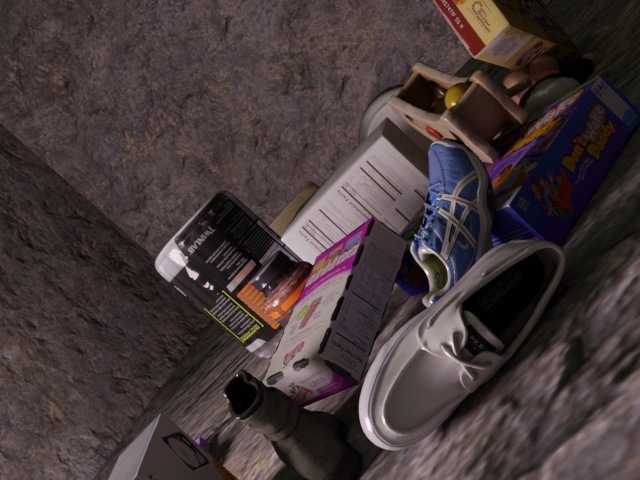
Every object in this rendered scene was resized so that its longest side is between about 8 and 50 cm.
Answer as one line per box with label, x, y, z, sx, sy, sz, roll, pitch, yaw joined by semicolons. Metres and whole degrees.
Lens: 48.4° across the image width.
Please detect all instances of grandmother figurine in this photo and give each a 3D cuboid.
grandmother figurine;0.355;-0.227;1.147;0.207;0.104;0.342;-55;2;17

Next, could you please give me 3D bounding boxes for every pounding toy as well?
pounding toy;0.205;-0.213;1.018;0.154;0.154;0.269;-53;6;3

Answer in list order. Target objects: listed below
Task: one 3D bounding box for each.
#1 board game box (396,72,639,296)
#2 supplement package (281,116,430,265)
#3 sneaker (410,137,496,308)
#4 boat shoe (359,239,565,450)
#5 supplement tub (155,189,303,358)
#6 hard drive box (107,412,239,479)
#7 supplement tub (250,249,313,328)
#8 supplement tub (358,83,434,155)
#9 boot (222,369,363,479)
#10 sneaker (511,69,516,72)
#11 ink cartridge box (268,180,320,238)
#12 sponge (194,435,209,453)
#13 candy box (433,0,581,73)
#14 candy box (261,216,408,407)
board game box;0.238;-0.057;0.970;0.233;0.078;0.347;-50;7;-23
supplement package;0.099;-0.055;1.321;0.263;0.198;0.199;-45;8;19
sneaker;0.145;-0.016;0.796;0.081;0.211;0.080;-2;-15;-19
boat shoe;0.136;0.092;0.680;0.258;0.095;0.084;-50;3;-14
supplement tub;-0.129;0.082;1.366;0.207;0.338;0.207;-47;6;7
hard drive box;-0.169;0.330;0.862;0.089;0.181;0.232;-47;7;-2
supplement tub;-0.015;0.105;1.113;0.106;0.198;0.106;-46;8;8
supplement tub;0.201;-0.241;1.627;0.228;0.228;0.316;-46;7;12
boot;-0.046;0.209;0.857;0.083;0.161;0.246;-49;7;-11
sneaker;0.487;-0.406;1.603;0.065;0.061;0.158;-21;0;-16
ink cartridge box;0.000;0.000;1.584;0.193;0.088;0.235;-47;47;-8
sponge;-0.301;0.489;1.414;0.210;0.031;0.117;-48;7;-4
candy box;0.341;-0.406;1.313;0.317;0.182;0.087;-3;-31;-50
candy box;0.021;0.099;0.970;0.159;0.071;0.233;-37;23;51
